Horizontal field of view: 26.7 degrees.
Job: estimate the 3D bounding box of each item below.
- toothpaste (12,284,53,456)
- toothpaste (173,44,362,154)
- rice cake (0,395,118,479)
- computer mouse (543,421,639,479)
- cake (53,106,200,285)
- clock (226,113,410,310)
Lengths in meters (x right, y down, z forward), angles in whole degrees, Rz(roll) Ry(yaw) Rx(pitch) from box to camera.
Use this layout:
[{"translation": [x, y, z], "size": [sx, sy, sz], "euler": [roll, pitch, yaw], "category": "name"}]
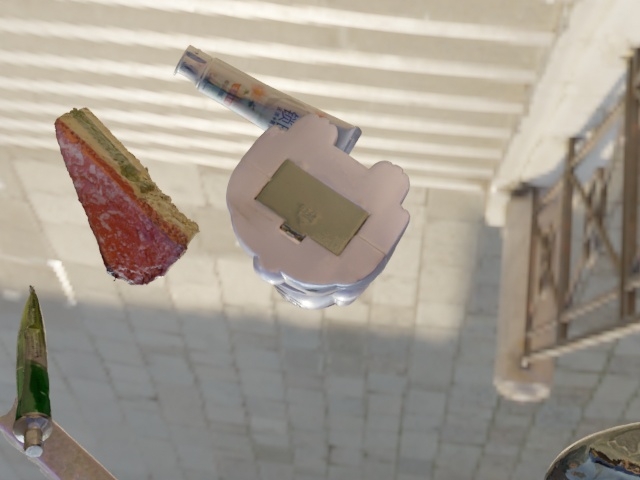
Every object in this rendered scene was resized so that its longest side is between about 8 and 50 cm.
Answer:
[{"translation": [-0.350, 0.162, 1.636], "size": [0.046, 0.248, 0.078], "euler": [0, 130, -13], "category": "toothpaste"}, {"translation": [-0.091, -0.223, 2.261], "size": [0.323, 0.066, 0.100], "euler": [29, 114, -4], "category": "toothpaste"}, {"translation": [-0.308, 0.336, 1.837], "size": [0.399, 0.064, 0.070], "euler": [35, 156, 28], "category": "rice cake"}, {"translation": [0.423, 0.277, 1.433], "size": [0.373, 0.114, 0.203], "euler": [18, 131, -2], "category": "computer mouse"}, {"translation": [-0.256, -0.044, 1.643], "size": [0.220, 0.086, 0.117], "euler": [43, 116, -1], "category": "cake"}, {"translation": [0.002, -0.003, 1.455], "size": [0.188, 0.189, 0.254], "euler": [5, 164, 6], "category": "clock"}]
